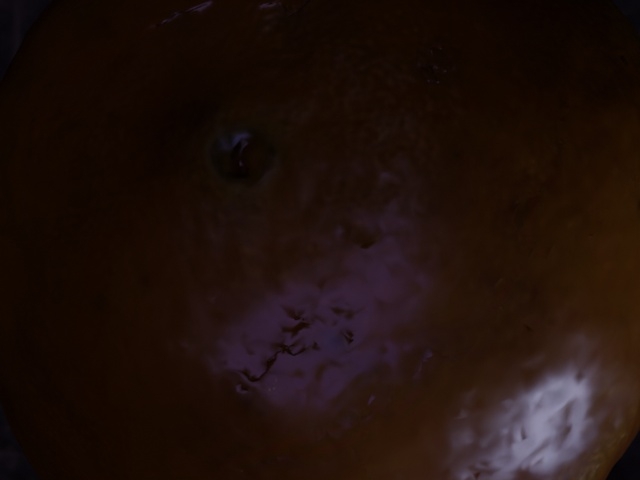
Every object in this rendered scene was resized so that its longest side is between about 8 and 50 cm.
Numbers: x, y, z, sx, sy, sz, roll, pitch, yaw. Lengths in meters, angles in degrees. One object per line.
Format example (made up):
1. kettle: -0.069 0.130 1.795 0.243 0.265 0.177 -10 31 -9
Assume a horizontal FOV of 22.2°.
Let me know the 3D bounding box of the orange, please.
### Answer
1. orange: 0.000 0.000 0.623 0.284 0.226 0.284 -5 72 16
